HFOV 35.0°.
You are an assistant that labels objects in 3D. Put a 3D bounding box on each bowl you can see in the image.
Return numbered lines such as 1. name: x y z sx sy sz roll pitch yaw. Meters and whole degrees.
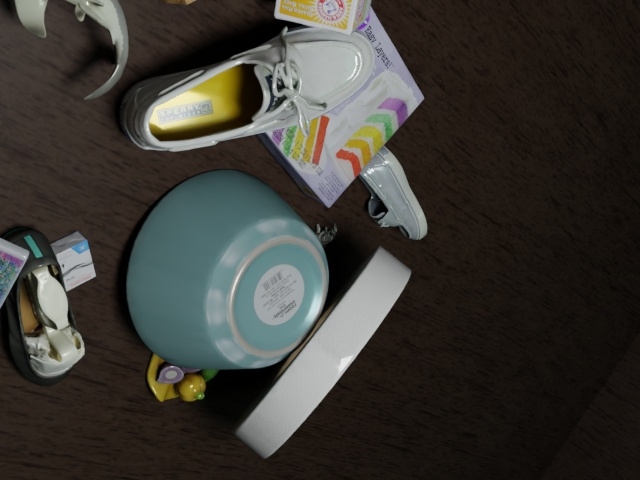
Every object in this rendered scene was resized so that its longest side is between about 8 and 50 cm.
1. bowl: -0.109 0.062 1.479 0.311 0.163 0.312 -13 111 -38

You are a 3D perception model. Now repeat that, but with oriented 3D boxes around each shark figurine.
1. shark figurine: -0.282 -0.292 1.153 0.166 0.116 0.278 -29 139 23

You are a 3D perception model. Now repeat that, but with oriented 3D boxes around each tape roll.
1. tape roll: 0.001 0.179 1.634 0.392 0.072 0.392 -52 180 0

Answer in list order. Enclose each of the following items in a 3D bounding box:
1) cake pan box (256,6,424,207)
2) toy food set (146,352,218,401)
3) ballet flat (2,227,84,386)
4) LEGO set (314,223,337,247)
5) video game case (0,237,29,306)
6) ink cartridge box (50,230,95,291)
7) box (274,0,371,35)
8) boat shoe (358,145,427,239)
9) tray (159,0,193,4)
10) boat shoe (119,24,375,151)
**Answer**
1. cake pan box: 0.018 -0.215 1.536 0.246 0.070 0.267 -50 140 -9
2. toy food set: -0.193 0.174 1.607 0.128 0.071 0.218 -2 119 -45
3. ballet flat: -0.371 0.113 1.359 0.095 0.096 0.280 -30 136 -28
4. LEGO set: 0.000 0.002 1.713 0.083 0.023 0.054 -50 142 -5
5. video game case: -0.443 0.033 1.191 0.157 0.019 0.143 27 119 -17
6. ink cartridge box: -0.338 0.035 1.388 0.048 0.028 0.083 -29 136 -27
7. box: 0.018 -0.390 1.341 0.103 0.114 0.203 -57 162 -59
8. boat shoe: 0.115 -0.069 1.746 0.081 0.079 0.227 -37 135 -6
9. tray: -0.154 -0.483 1.068 0.203 0.076 0.411 -35 123 -25
10. boat shoe: -0.072 -0.198 1.323 0.367 0.156 0.136 -16 110 -20
